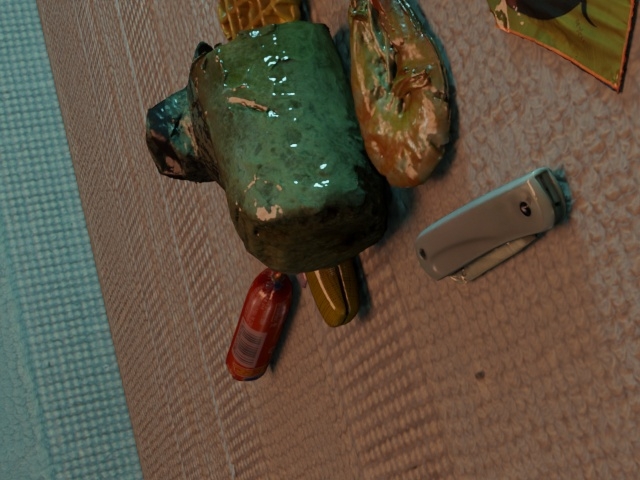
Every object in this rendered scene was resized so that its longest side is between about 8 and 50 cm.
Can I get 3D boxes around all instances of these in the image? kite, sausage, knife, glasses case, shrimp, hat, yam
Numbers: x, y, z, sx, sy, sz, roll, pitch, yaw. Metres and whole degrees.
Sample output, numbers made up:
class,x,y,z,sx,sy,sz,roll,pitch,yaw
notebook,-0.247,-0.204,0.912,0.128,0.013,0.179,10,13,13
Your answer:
class,x,y,z,sx,sy,sz,roll,pitch,yaw
kite,0.205,-0.308,1.026,0.327,0.013,0.378,128,130,-61
sausage,-0.092,0.125,1.869,0.274,0.074,0.074,110,144,-52
knife,0.169,-0.009,1.208,0.073,0.040,0.265,66,156,6
glasses case,0.000,0.000,1.593,0.079,0.064,0.234,124,132,-63
shrimp,0.081,-0.204,1.327,0.154,0.062,0.294,-24,79,55
hat,-0.188,-0.156,1.777,0.265,0.128,0.266,-13,-90,-83
yam,-0.035,-0.114,1.456,0.195,0.195,0.300,118,137,-57

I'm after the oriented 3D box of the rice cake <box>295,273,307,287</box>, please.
class,x,y,z,sx,sy,sz,roll,pitch,yaw
rice cake,-0.070,-0.069,1.689,0.081,0.051,0.290,128,118,-82

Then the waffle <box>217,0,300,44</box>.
class,x,y,z,sx,sy,sz,roll,pitch,yaw
waffle,-0.071,-0.271,1.670,0.229,0.057,0.219,160,98,-67
